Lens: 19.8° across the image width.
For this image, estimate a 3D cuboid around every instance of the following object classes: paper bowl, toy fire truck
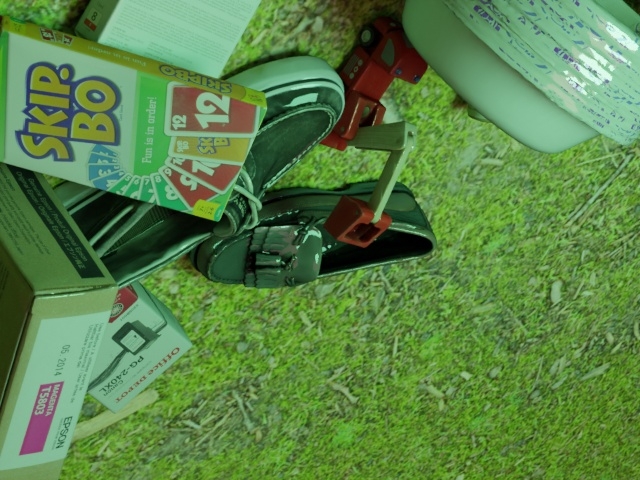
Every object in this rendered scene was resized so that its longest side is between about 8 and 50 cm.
[{"bbox_3d":[0.188,-0.192,1.678,0.148,0.284,0.284,-48,142,16],"label":"paper bowl"},{"bbox_3d":[0.051,-0.105,1.768,0.047,0.135,0.192,15,117,-47],"label":"toy fire truck"}]

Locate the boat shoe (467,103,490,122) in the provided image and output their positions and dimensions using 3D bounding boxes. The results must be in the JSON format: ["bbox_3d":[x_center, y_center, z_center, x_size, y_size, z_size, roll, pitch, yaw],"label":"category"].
[{"bbox_3d":[0.286,-0.189,1.894,0.285,0.103,0.092,-12,109,2],"label":"boat shoe"}]

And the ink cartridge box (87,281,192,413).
[{"bbox_3d":[-0.210,0.090,1.802,0.109,0.063,0.150,-41,142,1],"label":"ink cartridge box"}]

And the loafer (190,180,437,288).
[{"bbox_3d":[0.000,0.000,1.870,0.267,0.084,0.096,-14,135,-30],"label":"loafer"}]

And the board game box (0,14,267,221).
[{"bbox_3d":[-0.188,-0.105,1.570,0.259,0.039,0.124,17,119,-15],"label":"board game box"}]

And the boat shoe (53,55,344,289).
[{"bbox_3d":[-0.106,-0.046,1.708,0.335,0.119,0.121,-33,142,-9],"label":"boat shoe"}]

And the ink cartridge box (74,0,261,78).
[{"bbox_3d":[-0.115,-0.230,1.596,0.145,0.045,0.179,19,103,-47],"label":"ink cartridge box"}]

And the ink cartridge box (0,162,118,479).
[{"bbox_3d":[-0.280,0.075,1.623,0.088,0.193,0.235,-5,131,-36],"label":"ink cartridge box"}]
